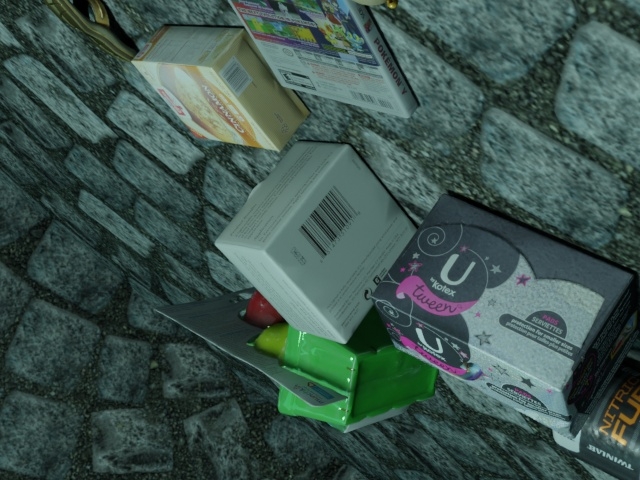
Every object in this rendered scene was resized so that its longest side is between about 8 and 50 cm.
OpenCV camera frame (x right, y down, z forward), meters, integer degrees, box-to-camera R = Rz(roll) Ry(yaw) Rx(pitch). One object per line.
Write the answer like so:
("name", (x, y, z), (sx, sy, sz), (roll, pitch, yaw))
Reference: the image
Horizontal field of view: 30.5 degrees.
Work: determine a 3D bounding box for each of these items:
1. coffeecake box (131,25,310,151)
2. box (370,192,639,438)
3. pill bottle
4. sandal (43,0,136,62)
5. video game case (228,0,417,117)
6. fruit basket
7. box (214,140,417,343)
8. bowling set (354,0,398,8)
("coffeecake box", (-0.124, -0.188, 1.438), (0.185, 0.068, 0.142), (14, 152, 51))
("box", (0.208, 0.083, 1.323), (0.247, 0.163, 0.142), (26, 160, 30))
("pill bottle", (0.370, 0.222, 1.412), (0.245, 0.130, 0.130), (23, 157, 36))
("sandal", (-0.304, -0.296, 1.554), (0.072, 0.049, 0.180), (28, 174, 43))
("video game case", (-0.008, -0.215, 1.238), (0.201, 0.023, 0.183), (21, 156, 42))
("fruit basket", (-0.010, 0.143, 1.700), (0.353, 0.327, 0.165), (17, 109, 43))
("box", (0.000, 0.000, 1.479), (0.119, 0.181, 0.182), (11, 147, 54))
("bowling set", (-0.007, -0.317, 0.787), (0.287, 0.154, 0.200), (37, 162, 1))
